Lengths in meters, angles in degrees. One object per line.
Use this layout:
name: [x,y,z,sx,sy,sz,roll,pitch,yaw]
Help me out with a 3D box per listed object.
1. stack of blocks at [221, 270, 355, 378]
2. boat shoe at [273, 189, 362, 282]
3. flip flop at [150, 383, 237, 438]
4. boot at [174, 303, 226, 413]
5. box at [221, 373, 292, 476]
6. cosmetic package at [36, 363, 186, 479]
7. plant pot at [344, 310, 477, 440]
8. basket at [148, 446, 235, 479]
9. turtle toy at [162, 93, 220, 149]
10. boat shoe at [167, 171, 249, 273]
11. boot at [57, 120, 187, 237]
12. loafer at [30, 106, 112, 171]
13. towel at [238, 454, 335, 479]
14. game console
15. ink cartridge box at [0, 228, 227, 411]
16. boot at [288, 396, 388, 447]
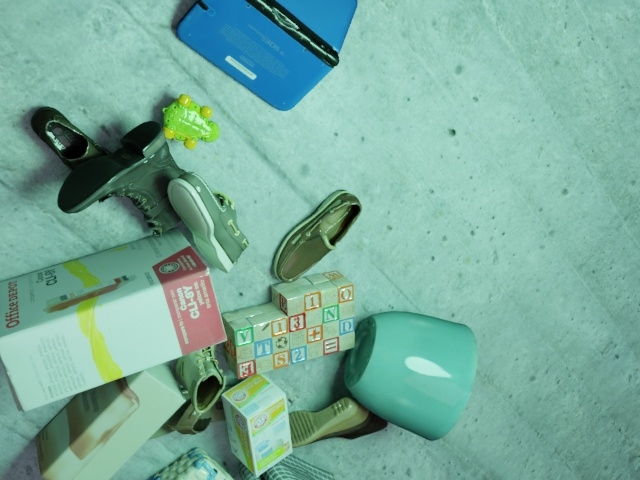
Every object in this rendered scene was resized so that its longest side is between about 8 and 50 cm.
stack of blocks: [-0.071,0.190,1.655,0.297,0.087,0.171,-12,115,-23]
boat shoe: [-0.005,-0.005,1.619,0.095,0.095,0.257,38,90,-30]
flip flop: [-0.278,0.399,1.650,0.277,0.080,0.112,-3,114,-26]
boot: [-0.248,0.248,1.561,0.077,0.165,0.213,14,101,-28]
box: [-0.145,0.424,1.666,0.114,0.103,0.203,-27,131,-31]
cosmetic package: [-0.448,0.379,1.529,0.296,0.153,0.129,-46,121,-4]
plant pot: [0.197,0.302,1.726,0.235,0.293,0.292,21,99,-12]
basket: [-0.317,0.640,1.642,0.289,0.201,0.255,-46,104,-12]
turtle toy: [-0.258,-0.234,1.438,0.130,0.066,0.095,25,98,-30]
boat shoe: [-0.220,-0.047,1.456,0.091,0.109,0.305,-48,152,-20]
boot: [-0.352,-0.082,1.398,0.263,0.091,0.229,-40,143,-17]
loafer: [-0.455,-0.158,1.368,0.080,0.078,0.220,-49,122,-1]
towel: [-0.041,0.627,1.757,0.284,0.235,0.121,37,85,-30]
game console: [-0.101,-0.454,1.453,0.293,0.173,0.250,32,124,-29]
ink cartridge box: [-0.410,0.137,1.381,0.385,0.279,0.160,-19,114,-17]
boot: [0.028,0.481,1.813,0.249,0.090,0.207,-27,142,16]
